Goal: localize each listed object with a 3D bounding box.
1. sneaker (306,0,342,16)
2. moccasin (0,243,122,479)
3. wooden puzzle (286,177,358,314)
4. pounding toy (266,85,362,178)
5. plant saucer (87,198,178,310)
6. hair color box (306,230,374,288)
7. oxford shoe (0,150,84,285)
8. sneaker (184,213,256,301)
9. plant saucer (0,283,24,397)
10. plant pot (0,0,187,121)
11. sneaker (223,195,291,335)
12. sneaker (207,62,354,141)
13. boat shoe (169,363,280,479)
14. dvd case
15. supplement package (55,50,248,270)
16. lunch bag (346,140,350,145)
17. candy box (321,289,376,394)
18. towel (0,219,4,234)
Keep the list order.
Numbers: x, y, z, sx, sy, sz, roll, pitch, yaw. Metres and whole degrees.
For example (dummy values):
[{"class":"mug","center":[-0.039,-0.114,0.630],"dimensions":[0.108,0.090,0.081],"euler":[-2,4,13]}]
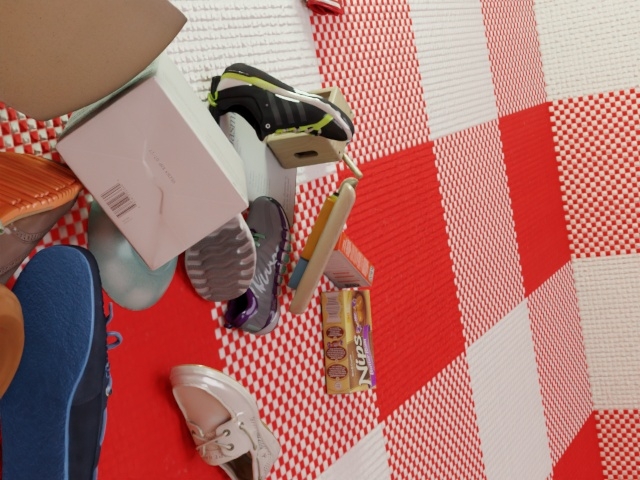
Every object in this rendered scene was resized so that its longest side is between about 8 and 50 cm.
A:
[{"class":"sneaker","center":[0.026,-0.497,2.096],"dimensions":[0.221,0.087,0.128],"euler":[-32,122,-46]},{"class":"moccasin","center":[-0.312,0.171,1.294],"dimensions":[0.117,0.138,0.342],"euler":[-8,108,-75]},{"class":"wooden puzzle","center":[0.000,0.000,1.800],"dimensions":[0.238,0.044,0.221],"euler":[-78,-167,-83]},{"class":"pounding toy","center":[0.001,-0.175,1.856],"dimensions":[0.100,0.141,0.130],"euler":[56,39,-42]},{"class":"plant saucer","center":[-0.245,-0.001,1.521],"dimensions":[0.195,0.037,0.195],"euler":[18,69,-59]},{"class":"hair color box","center":[0.036,0.037,1.999],"dimensions":[0.141,0.072,0.043],"euler":[49,44,-49]},{"class":"oxford shoe","center":[-0.382,-0.004,1.219],"dimensions":[0.364,0.130,0.132],"euler":[-43,153,-62]},{"class":"sneaker","center":[-0.157,-0.040,1.619],"dimensions":[0.115,0.105,0.281],"euler":[-105,-173,-60]},{"class":"plant saucer","center":[-0.375,0.138,1.145],"dimensions":[0.200,0.037,0.200],"euler":[-52,161,-27]},{"class":"plant pot","center":[-0.321,-0.248,1.235],"dimensions":[0.191,0.284,0.284],"euler":[-57,146,1]},{"class":"sneaker","center":[-0.105,0.035,1.727],"dimensions":[0.098,0.083,0.223],"euler":[14,74,-54]},{"class":"sneaker","center":[-0.065,-0.190,1.727],"dimensions":[0.084,0.235,0.097],"euler":[138,-26,-73]},{"class":"boat shoe","center":[-0.139,0.281,1.597],"dimensions":[0.277,0.098,0.096],"euler":[57,37,-42]},{"class":"dvd case","center":[-0.109,-0.142,1.816],"dimensions":[0.253,0.022,0.180],"euler":[30,59,-56]},{"class":"supplement package","center":[-0.205,-0.106,1.377],"dimensions":[0.194,0.149,0.203],"euler":[55,6,-18]},{"class":"lunch bag","center":[0.016,-0.193,2.006],"dimensions":[0.083,0.071,0.053],"euler":[-21,105,-62]},{"class":"candy box","center":[0.051,0.185,2.019],"dimensions":[0.109,0.053,0.186],"euler":[6,79,-61]},{"class":"towel","center":[-0.451,-0.141,1.032],"dimensions":[0.248,0.038,0.325],"euler":[-9,68,-61]}]
